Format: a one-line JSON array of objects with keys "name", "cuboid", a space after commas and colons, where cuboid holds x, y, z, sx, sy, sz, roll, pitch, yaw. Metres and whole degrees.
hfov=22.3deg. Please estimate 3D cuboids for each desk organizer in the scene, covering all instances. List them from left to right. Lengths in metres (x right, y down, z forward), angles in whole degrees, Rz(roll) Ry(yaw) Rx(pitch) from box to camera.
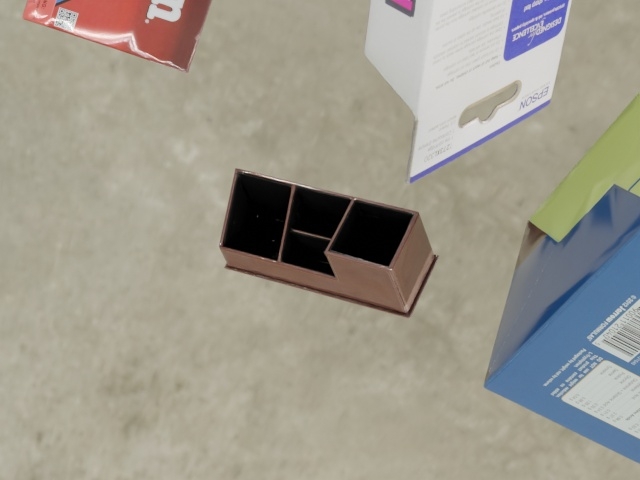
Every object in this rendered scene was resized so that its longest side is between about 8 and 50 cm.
[{"name": "desk organizer", "cuboid": [0.000, 0.000, 0.979, 0.130, 0.050, 0.047, 14, 61, 26]}]

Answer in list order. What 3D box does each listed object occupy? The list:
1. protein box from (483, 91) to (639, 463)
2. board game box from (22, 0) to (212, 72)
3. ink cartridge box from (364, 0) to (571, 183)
[{"name": "protein box", "cuboid": [0.233, 0.029, 0.894, 0.201, 0.200, 0.136, 26, 52, -7]}, {"name": "board game box", "cuboid": [-0.132, -0.292, 1.324, 0.145, 0.027, 0.281, 17, 98, -13]}, {"name": "ink cartridge box", "cuboid": [0.119, -0.230, 1.113, 0.069, 0.371, 0.175, 31, 44, 32]}]
